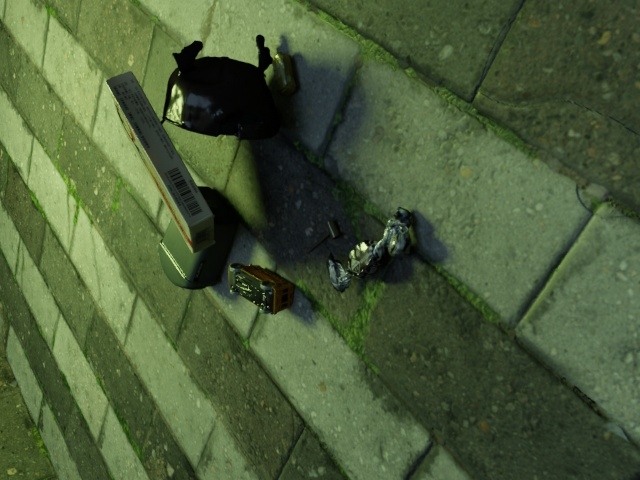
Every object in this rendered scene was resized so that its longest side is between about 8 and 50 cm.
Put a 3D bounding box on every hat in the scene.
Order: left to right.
[{"bbox_3d":[-0.222,-0.326,1.234,0.336,0.238,0.209,22,113,54],"label":"hat"}]

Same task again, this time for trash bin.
[{"bbox_3d":[-0.305,0.004,1.460,0.177,0.101,0.236,49,125,33],"label":"trash bin"}]

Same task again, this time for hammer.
[{"bbox_3d":[0.000,0.000,1.188,0.110,0.019,0.035,-40,66,45],"label":"hammer"}]

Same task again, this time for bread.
[{"bbox_3d":[-0.074,-0.340,1.209,0.049,0.033,0.088,-21,78,48],"label":"bread"}]

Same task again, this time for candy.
[{"bbox_3d":[0.088,0.023,1.077,0.226,0.051,0.094,-40,56,40],"label":"candy"}]

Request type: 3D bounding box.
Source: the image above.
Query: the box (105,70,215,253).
[{"bbox_3d":[-0.334,-0.157,1.262,0.353,0.069,0.214,61,164,9],"label":"box"}]

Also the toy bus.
[{"bbox_3d":[-0.135,0.099,1.305,0.162,0.074,0.070,25,120,40],"label":"toy bus"}]
